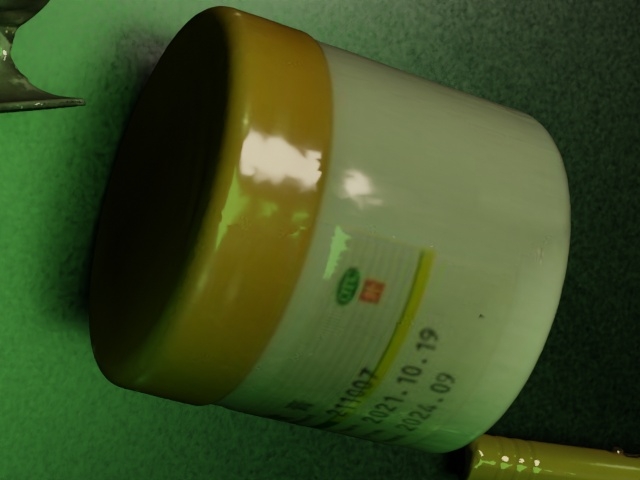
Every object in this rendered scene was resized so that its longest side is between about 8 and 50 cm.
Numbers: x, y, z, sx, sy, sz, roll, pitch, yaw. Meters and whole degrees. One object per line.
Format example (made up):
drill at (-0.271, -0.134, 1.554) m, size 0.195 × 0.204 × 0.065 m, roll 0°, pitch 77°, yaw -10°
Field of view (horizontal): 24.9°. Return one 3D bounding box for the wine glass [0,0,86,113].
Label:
wine glass at (-0.205, -0.193, 0.887) m, size 0.103 × 0.103 × 0.231 m, roll -6°, pitch 94°, yaw -20°

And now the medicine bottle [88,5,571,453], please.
medicine bottle at (0.000, 0.000, 0.910) m, size 0.232 × 0.238 × 0.238 m, roll 17°, pitch 90°, yaw -22°

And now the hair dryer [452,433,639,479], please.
hair dryer at (0.232, 0.196, 1.109) m, size 0.278 × 0.090 × 0.135 m, roll 10°, pitch 95°, yaw -15°
